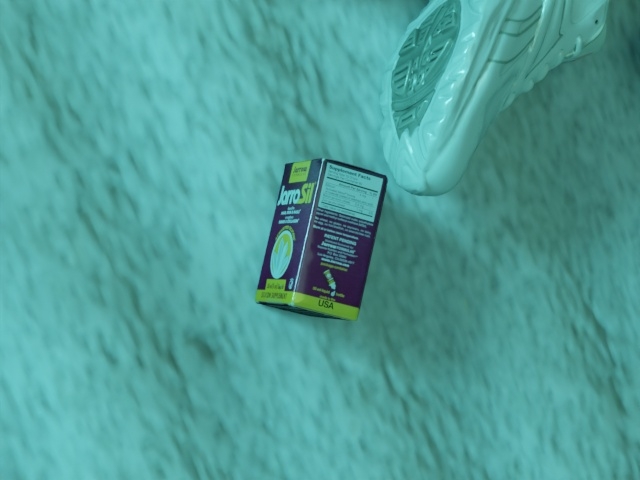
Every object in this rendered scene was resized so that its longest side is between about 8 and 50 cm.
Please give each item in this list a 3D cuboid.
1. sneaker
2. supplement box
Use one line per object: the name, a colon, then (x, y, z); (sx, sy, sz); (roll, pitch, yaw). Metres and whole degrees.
sneaker: (0.118, -0.121, 0.786); (0.115, 0.090, 0.232); (28, 79, -25)
supplement box: (0.000, 0.000, 0.746); (0.043, 0.055, 0.083); (15, 82, -24)
